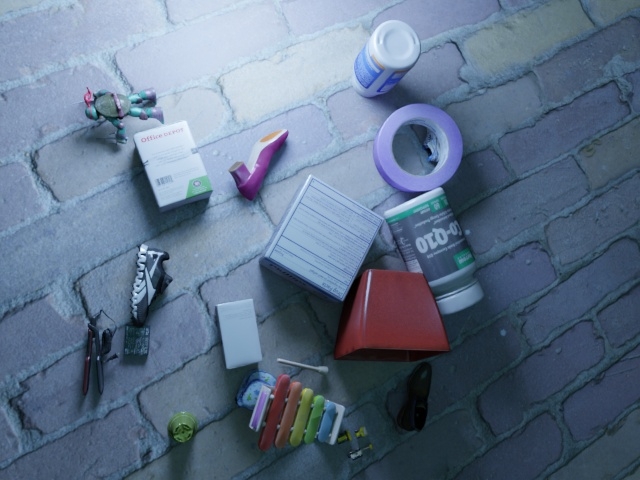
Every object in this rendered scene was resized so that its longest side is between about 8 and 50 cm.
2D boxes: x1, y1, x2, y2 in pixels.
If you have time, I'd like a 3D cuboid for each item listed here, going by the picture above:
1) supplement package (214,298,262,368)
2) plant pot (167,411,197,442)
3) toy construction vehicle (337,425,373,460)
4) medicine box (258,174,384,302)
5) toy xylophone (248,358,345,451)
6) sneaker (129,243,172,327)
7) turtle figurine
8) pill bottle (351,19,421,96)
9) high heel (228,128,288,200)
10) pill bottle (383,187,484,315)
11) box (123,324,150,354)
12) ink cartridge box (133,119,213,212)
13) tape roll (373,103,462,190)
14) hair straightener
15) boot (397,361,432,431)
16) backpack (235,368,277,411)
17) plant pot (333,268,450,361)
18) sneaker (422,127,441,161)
[{"bbox_3d":[-0.236,0.264,1.543,0.105,0.105,0.180,-9,85,-16],"label":"supplement package"},{"bbox_3d":[-0.380,0.522,1.486,0.083,0.079,0.084,2,83,-14],"label":"plant pot"},{"bbox_3d":[0.102,0.612,1.631,0.098,0.035,0.086,-20,78,-19],"label":"toy construction vehicle"},{"bbox_3d":[0.000,0.000,1.614,0.263,0.149,0.290,30,77,-10],"label":"medicine box"},{"bbox_3d":[-0.065,0.465,1.528,0.322,0.081,0.237,16,82,-40],"label":"toy xylophone"},{"bbox_3d":[-0.471,0.128,1.509,0.106,0.078,0.235,6,79,-12],"label":"sneaker"},{"bbox_3d":[-0.575,-0.365,1.529,0.234,0.118,0.176,-16,88,-22],"label":"turtle figurine"},{"bbox_3d":[0.188,-0.545,1.665,0.152,0.272,0.153,2,84,-15],"label":"pill bottle"},{"bbox_3d":[-0.167,-0.236,1.649,0.244,0.082,0.117,-49,125,-27],"label":"high heel"},{"bbox_3d":[0.357,0.037,1.676,0.204,0.204,0.361,-25,90,-16],"label":"pill bottle"},{"bbox_3d":[-0.514,0.279,1.511,0.067,0.018,0.084,3,83,-15],"label":"box"},{"bbox_3d":[-0.425,-0.213,1.555,0.160,0.092,0.220,-20,88,-17],"label":"ink cartridge box"},{"bbox_3d":[0.311,-0.293,1.733,0.274,0.090,0.275,0,92,-4],"label":"tape roll"},{"bbox_3d":[-0.597,0.305,1.479,0.088,0.047,0.231,3,78,-15],"label":"hair straightener"},{"bbox_3d":[0.313,0.485,1.660,0.082,0.106,0.219,23,78,-11],"label":"boot"},{"bbox_3d":[-0.178,0.433,1.549,0.104,0.084,0.115,27,74,-13],"label":"backpack"},{"bbox_3d":[0.197,0.224,1.597,0.267,0.267,0.236,4,70,-15],"label":"plant pot"},{"bbox_3d":[0.369,-0.328,1.803,0.057,0.052,0.136,-10,86,-12],"label":"sneaker"}]
